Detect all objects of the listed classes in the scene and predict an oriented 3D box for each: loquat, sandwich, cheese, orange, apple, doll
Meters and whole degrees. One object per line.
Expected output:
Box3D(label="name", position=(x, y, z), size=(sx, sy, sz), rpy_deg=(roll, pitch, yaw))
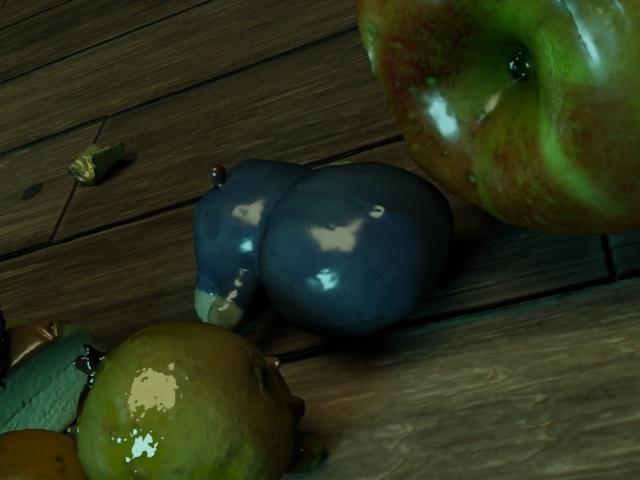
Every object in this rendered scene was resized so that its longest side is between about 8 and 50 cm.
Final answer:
Box3D(label="loquat", position=(-0.093, 0.141, 0.668), size=(0.204, 0.172, 0.149), rpy_deg=(12, 63, -11))
Box3D(label="sandwich", position=(-0.330, 0.174, 0.835), size=(0.220, 0.108, 0.186), rpy_deg=(-11, 41, 21))
Box3D(label="cheese", position=(-0.303, -0.109, 1.195), size=(0.084, 0.041, 0.060), rpy_deg=(-11, 31, 48))
Box3D(label="orange", position=(-0.229, 0.227, 0.695), size=(0.156, 0.134, 0.157), rpy_deg=(-17, 69, 55))
Box3D(label="apple", position=(0.213, -0.176, 0.689), size=(0.339, 0.340, 0.340), rpy_deg=(-19, 38, 16))
Box3D(label="doll", position=(0.000, 0.000, 0.791), size=(0.258, 0.154, 0.228), rpy_deg=(15, 52, 36))

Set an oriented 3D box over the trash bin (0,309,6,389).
Box3D(label="trash bin", position=(-0.411, 0.100, 0.743), size=(0.234, 0.184, 0.162), rpy_deg=(-24, 38, -2))
